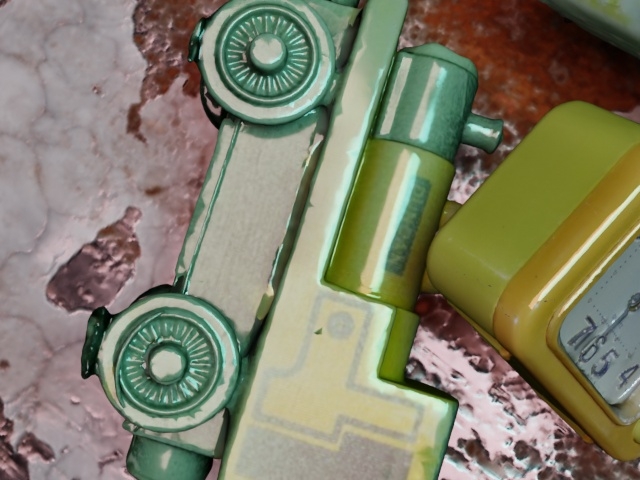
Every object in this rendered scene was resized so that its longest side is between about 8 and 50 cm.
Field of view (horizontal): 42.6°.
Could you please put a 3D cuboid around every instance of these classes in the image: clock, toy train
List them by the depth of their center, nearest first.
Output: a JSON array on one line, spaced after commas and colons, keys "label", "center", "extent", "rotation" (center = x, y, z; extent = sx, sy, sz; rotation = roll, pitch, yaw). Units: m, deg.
[{"label": "clock", "center": [0.167, 0.030, 0.480], "extent": [0.143, 0.202, 0.096], "rotation": [-46, 41, 2]}, {"label": "toy train", "center": [0.000, 0.000, 0.545], "extent": [0.237, 0.150, 0.369], "rotation": [17, 86, 1]}]

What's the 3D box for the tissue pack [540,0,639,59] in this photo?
[{"label": "tissue pack", "center": [0.333, -0.165, 0.410], "extent": [0.388, 0.162, 0.287], "rotation": [45, 110, 37]}]
